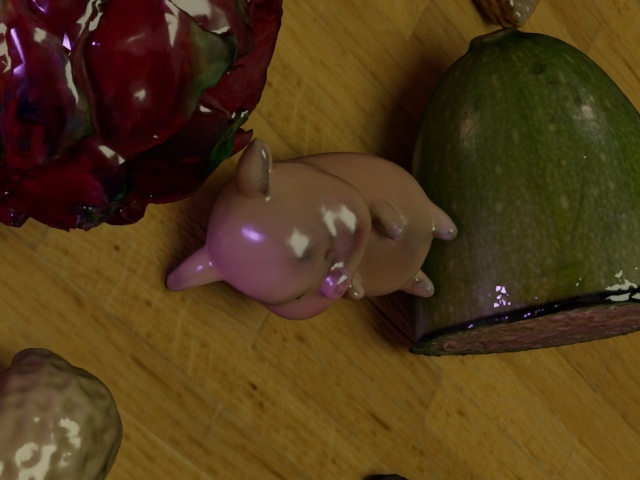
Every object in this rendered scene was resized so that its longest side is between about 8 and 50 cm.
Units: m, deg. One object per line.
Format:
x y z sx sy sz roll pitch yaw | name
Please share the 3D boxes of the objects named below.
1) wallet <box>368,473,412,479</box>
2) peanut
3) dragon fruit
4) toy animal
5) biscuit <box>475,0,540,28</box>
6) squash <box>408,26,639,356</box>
0.065 0.399 1.550 0.165 0.042 0.310 33 69 -41 | wallet
-0.246 0.230 1.174 0.159 0.143 0.291 35 65 -13 | peanut
-0.183 -0.159 1.120 0.329 0.329 0.329 -1 91 -44 | dragon fruit
-0.001 -0.012 1.401 0.250 0.154 0.166 -1 114 -49 | toy animal
0.135 -0.392 1.595 0.094 0.054 0.379 -52 124 -31 | biscuit
0.218 -0.054 1.560 0.310 0.310 0.309 4 72 -44 | squash
